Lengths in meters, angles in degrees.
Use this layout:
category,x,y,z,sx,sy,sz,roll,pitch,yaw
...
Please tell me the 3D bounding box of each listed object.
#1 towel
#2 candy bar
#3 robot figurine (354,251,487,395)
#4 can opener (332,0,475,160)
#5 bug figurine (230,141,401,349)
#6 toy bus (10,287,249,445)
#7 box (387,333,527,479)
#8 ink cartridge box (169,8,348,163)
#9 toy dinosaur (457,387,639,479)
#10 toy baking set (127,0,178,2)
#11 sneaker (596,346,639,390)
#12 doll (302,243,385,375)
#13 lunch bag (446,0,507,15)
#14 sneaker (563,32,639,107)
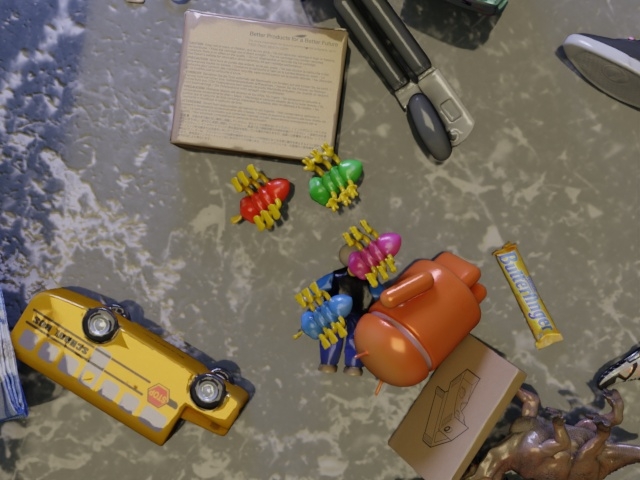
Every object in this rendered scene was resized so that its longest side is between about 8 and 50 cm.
category,x,y,z,sx,sy,sz,roll,pitch,yaw
towel,-0.517,0.130,1.860,0.209,0.034,0.284,-16,87,38
candy bar,0.297,0.078,1.886,0.040,0.018,0.161,-26,90,2
robot figurine,0.134,0.113,1.821,0.128,0.158,0.219,44,72,3
can opener,0.120,-0.246,1.851,0.074,0.093,0.280,-34,94,14
bug figurine,0.000,0.000,1.827,0.216,0.072,0.279,-32,79,25
toy bus,-0.271,0.185,1.865,0.333,0.108,0.130,31,92,2
box,0.189,0.238,1.825,0.021,0.164,0.201,33,92,-28
ink cartridge box,-0.086,-0.215,1.867,0.235,0.088,0.193,8,89,2
toy dinosaur,0.325,0.307,1.820,0.296,0.127,0.200,8,111,-2
toy baking set,-0.197,-0.462,1.901,0.256,0.030,0.196,-26,89,2
sneaker,0.446,0.187,1.868,0.109,0.040,0.043,-33,91,2
doll,0.034,0.097,1.883,0.129,0.046,0.188,7,91,4
lunch bag,0.175,-0.421,1.789,0.160,0.223,0.262,-31,90,8
sneaker,0.499,-0.261,1.845,0.296,0.104,0.146,23,76,10
